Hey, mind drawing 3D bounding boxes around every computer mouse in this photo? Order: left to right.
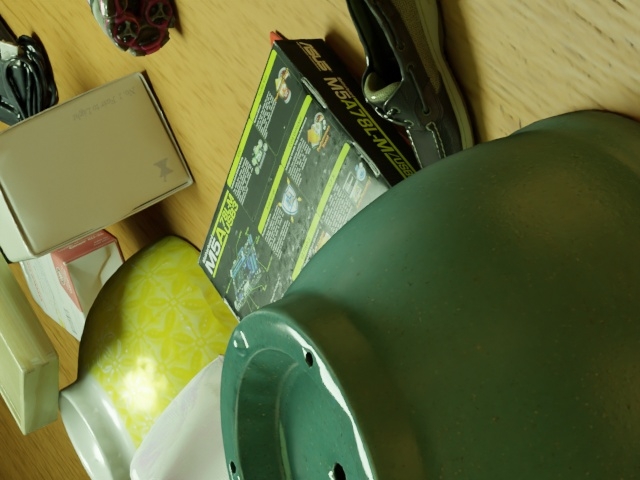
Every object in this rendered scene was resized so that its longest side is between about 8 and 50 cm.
[{"bbox_3d":[-0.365,-0.195,1.887,0.272,0.072,0.188,50,157,35],"label":"computer mouse"}]

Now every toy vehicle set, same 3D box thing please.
[{"bbox_3d":[-0.316,0.034,1.631,0.267,0.035,0.166,58,160,16],"label":"toy vehicle set"}]

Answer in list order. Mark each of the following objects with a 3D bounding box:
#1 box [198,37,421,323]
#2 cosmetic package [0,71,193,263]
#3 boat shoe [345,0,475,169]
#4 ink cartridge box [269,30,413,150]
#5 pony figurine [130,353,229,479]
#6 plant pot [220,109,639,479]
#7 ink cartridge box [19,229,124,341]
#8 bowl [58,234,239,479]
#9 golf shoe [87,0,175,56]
[{"bbox_3d":[0.000,0.000,1.137,0.184,0.045,0.190,55,137,40],"label":"box"},{"bbox_3d":[-0.246,-0.056,1.631,0.113,0.160,0.309,65,159,-5],"label":"cosmetic package"},{"bbox_3d":[0.046,-0.091,1.010,0.056,0.049,0.152,24,136,60],"label":"boat shoe"},{"bbox_3d":[0.029,0.023,1.185,0.275,0.060,0.239,43,152,46],"label":"ink cartridge box"},{"bbox_3d":[-0.074,0.306,1.456,0.303,0.351,0.363,50,175,41],"label":"pony figurine"},{"bbox_3d":[0.071,0.096,0.871,0.293,0.196,0.293,37,133,54],"label":"plant pot"},{"bbox_3d":[-0.268,0.033,1.930,0.198,0.067,0.115,28,140,56],"label":"ink cartridge box"},{"bbox_3d":[-0.147,0.156,1.645,0.289,0.156,0.289,50,156,33],"label":"bowl"},{"bbox_3d":[-0.171,-0.232,1.362,0.086,0.067,0.186,40,149,52],"label":"golf shoe"}]
